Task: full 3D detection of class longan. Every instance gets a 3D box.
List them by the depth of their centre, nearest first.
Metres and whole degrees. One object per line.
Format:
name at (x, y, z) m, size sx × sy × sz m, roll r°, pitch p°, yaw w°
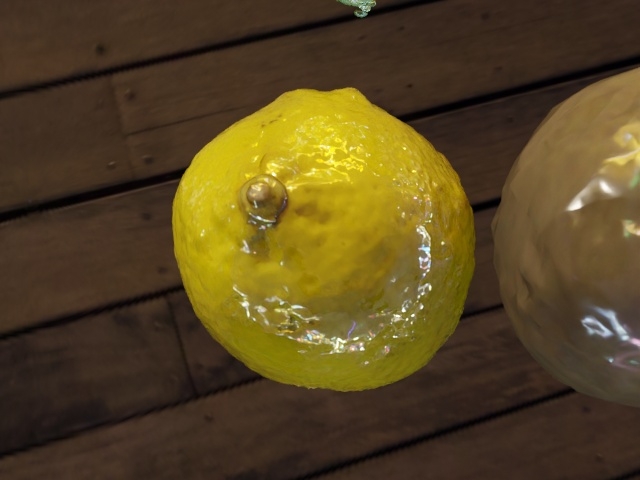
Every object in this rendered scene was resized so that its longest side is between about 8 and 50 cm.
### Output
longan at (0.392, 0.000, 1.508) m, size 0.404 × 0.436 × 0.404 m, roll -2°, pitch 84°, yaw 19°

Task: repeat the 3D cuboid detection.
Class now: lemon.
lemon at (0.000, 0.000, 1.169) m, size 0.322 × 0.268 × 0.268 m, roll 35°, pitch 82°, yaw -53°

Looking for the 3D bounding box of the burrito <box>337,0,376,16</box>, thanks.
burrito at (-0.049, -0.388, 1.722) m, size 0.288 × 0.104 × 0.054 m, roll 31°, pitch 116°, yaw -7°
